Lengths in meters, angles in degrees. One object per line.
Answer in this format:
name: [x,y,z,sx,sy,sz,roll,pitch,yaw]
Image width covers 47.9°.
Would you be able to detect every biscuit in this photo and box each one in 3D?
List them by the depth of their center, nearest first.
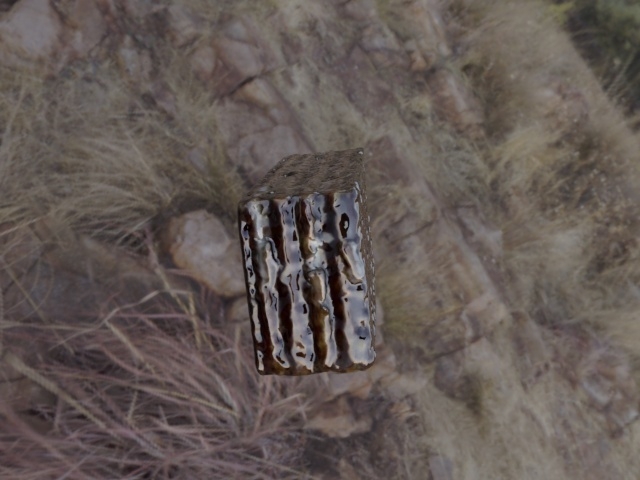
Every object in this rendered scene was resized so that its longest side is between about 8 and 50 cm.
biscuit: [0.000,0.000,0.498,0.252,0.070,0.106,-73,157,-77]
